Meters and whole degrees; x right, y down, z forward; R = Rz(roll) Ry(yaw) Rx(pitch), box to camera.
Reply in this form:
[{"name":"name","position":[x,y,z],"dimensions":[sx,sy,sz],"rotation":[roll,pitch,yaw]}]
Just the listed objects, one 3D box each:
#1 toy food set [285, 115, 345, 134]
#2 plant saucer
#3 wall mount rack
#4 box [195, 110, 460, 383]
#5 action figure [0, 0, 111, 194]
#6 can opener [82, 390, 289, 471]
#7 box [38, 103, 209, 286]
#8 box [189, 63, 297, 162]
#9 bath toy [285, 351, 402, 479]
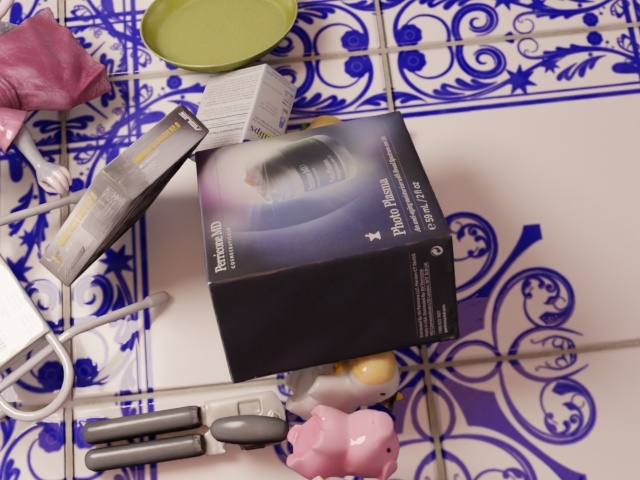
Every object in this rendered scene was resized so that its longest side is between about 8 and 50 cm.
[{"name":"toy food set","position":[0.018,-0.121,1.488],"dimensions":[0.192,0.038,0.132],"rotation":[6,78,-2]},{"name":"plant saucer","position":[-0.151,-0.326,1.524],"dimensions":[0.241,0.037,0.241],"rotation":[-5,48,5]},{"name":"wall mount rack","position":[-0.403,0.075,1.387],"dimensions":[0.304,0.130,0.350],"rotation":[-37,74,-7]},{"name":"box","position":[0.000,0.000,1.302],"dimensions":[0.294,0.183,0.296],"rotation":[-12,38,-2]},{"name":"action figure","position":[-0.453,-0.198,1.375],"dimensions":[0.248,0.276,0.370],"rotation":[-8,28,29]},{"name":"can opener","position":[-0.180,0.251,1.336],"dimensions":[0.280,0.093,0.074],"rotation":[-10,72,4]},{"name":"box","position":[-0.263,-0.059,1.338],"dimensions":[0.056,0.231,0.183],"rotation":[43,44,-3]},{"name":"box","position":[-0.115,-0.173,1.457],"dimensions":[0.126,0.072,0.137],"rotation":[-3,65,44]},{"name":"bath toy","position":[0.039,0.243,1.246],"dimensions":[0.129,0.151,0.348],"rotation":[33,36,-25]}]
